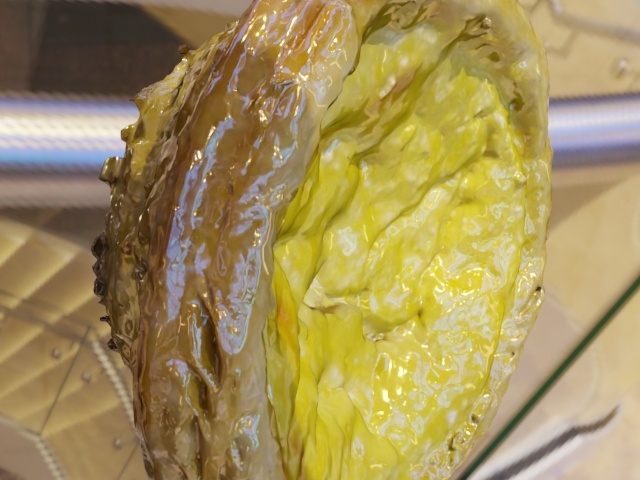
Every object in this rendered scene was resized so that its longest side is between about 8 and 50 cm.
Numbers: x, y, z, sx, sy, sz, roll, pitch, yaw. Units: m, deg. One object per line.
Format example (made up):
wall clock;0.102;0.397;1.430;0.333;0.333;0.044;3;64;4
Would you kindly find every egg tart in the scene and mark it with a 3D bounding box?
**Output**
egg tart;0.000;0.000;0.397;0.074;0.191;0.191;13;36;28
